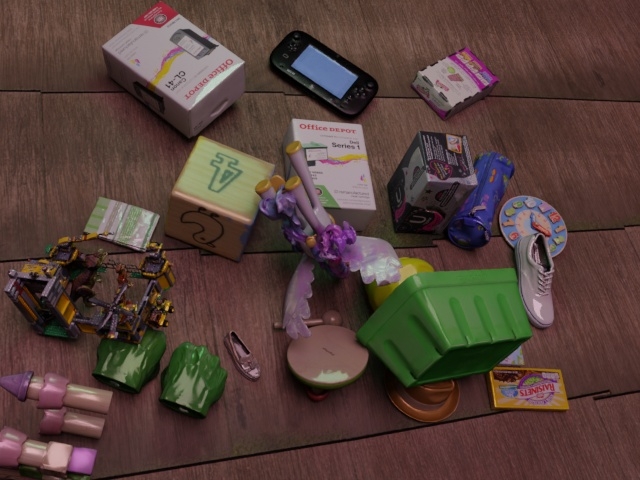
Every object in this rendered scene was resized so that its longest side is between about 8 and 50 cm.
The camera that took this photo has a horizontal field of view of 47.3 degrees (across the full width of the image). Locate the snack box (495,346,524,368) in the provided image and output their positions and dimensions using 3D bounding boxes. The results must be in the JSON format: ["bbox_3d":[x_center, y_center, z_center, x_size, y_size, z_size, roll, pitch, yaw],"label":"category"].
[{"bbox_3d":[0.434,0.268,1.837,0.141,0.037,0.100,6,60,-15],"label":"snack box"}]

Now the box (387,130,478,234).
[{"bbox_3d":[0.283,-0.144,1.907,0.142,0.247,0.163,3,60,-14],"label":"box"}]

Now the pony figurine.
[{"bbox_3d":[0.000,0.000,1.648,0.363,0.303,0.351,57,15,-28],"label":"pony figurine"}]

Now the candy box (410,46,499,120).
[{"bbox_3d":[0.417,-0.487,2.260,0.233,0.071,0.159,-31,74,-31],"label":"candy box"}]

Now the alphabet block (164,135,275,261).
[{"bbox_3d":[-0.241,-0.098,1.747,0.197,0.192,0.193,21,54,-4],"label":"alphabet block"}]

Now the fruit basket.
[{"bbox_3d":[0.249,0.137,1.694,0.392,0.283,0.392,22,40,-20],"label":"fruit basket"}]

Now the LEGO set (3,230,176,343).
[{"bbox_3d":[-0.476,0.074,1.506,0.331,0.192,0.255,13,55,18],"label":"LEGO set"}]

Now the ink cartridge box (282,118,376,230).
[{"bbox_3d":[0.018,-0.173,1.917,0.201,0.117,0.278,3,59,-16],"label":"ink cartridge box"}]

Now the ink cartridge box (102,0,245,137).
[{"bbox_3d":[-0.379,-0.450,1.916,0.306,0.131,0.226,36,65,13],"label":"ink cartridge box"}]

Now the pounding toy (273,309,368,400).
[{"bbox_3d":[0.006,0.277,1.673,0.183,0.110,0.237,-13,38,-16],"label":"pounding toy"}]

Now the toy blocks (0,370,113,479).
[{"bbox_3d":[-0.541,0.405,1.297,0.260,0.288,0.309,15,60,-13],"label":"toy blocks"}]

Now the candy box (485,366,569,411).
[{"bbox_3d":[0.511,0.368,1.809,0.206,0.027,0.105,5,62,-15],"label":"candy box"}]

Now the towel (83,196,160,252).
[{"bbox_3d":[-0.472,-0.038,1.741,0.152,0.023,0.113,17,54,-5],"label":"towel"}]

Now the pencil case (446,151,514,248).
[{"bbox_3d":[0.444,-0.117,2.014,0.119,0.133,0.306,18,54,14],"label":"pencil case"}]

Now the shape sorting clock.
[{"bbox_3d":[0.604,-0.039,2.073,0.206,0.040,0.206,8,58,-13],"label":"shape sorting clock"}]

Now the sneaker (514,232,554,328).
[{"bbox_3d":[0.575,0.102,1.939,0.094,0.091,0.258,-2,71,-17],"label":"sneaker"}]

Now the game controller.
[{"bbox_3d":[0.010,-0.485,2.131,0.319,0.067,0.166,34,56,5],"label":"game controller"}]

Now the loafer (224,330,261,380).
[{"bbox_3d":[-0.176,0.258,1.645,0.045,0.039,0.125,-28,72,-30],"label":"loafer"}]

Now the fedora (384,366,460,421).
[{"bbox_3d":[0.249,0.329,1.716,0.194,0.079,0.194,8,59,-14],"label":"fedora"}]

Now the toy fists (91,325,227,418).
[{"bbox_3d":[-0.336,0.270,1.555,0.279,0.096,0.142,22,62,-2],"label":"toy fists"}]
